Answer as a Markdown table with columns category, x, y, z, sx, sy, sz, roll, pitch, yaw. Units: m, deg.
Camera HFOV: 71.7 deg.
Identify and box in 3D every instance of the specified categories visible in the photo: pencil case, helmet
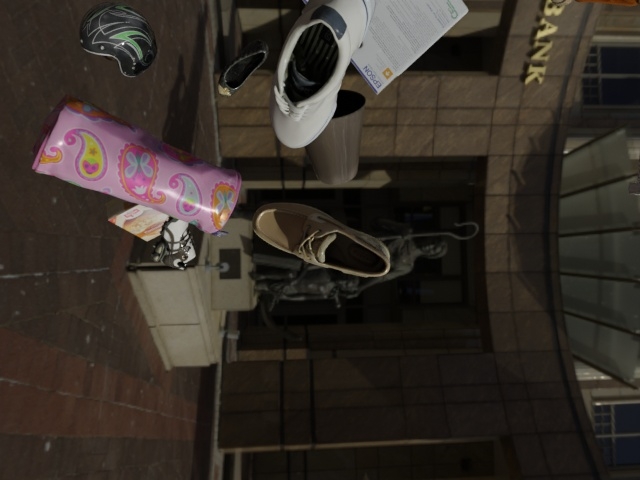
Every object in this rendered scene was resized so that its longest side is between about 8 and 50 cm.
| category | x | y | z | sx | sy | sz | roll | pitch | yaw |
| --- | --- | --- | --- | --- | --- | --- | --- | --- | --- |
| pencil case | -0.261 | -0.101 | 0.663 | 0.124 | 0.284 | 0.124 | -27 | -128 | 41 |
| helmet | -0.518 | -0.522 | 1.132 | 0.161 | 0.170 | 0.169 | 54 | 30 | -63 |

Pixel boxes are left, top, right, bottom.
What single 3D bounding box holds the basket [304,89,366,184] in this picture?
| category | x | y | z | sx | sy | sz | roll | pitch | yaw |
| --- | --- | --- | --- | --- | --- | --- | --- | --- | --- |
| basket | 0.032 | -0.284 | 1.252 | 0.226 | 0.205 | 0.154 | 80 | 8 | -46 |

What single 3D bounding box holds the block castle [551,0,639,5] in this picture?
| category | x | y | z | sx | sy | sz | roll | pitch | yaw |
| --- | --- | --- | --- | --- | --- | --- | --- | --- | --- |
| block castle | 0.524 | -0.598 | 0.653 | 0.213 | 0.303 | 0.453 | -4 | 117 | -52 |

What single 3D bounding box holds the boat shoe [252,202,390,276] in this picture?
| category | x | y | z | sx | sy | sz | roll | pitch | yaw |
| --- | --- | --- | --- | --- | --- | --- | --- | --- | --- |
| boat shoe | 0.000 | 0.000 | 0.909 | 0.098 | 0.302 | 0.109 | -61 | 172 | -81 |

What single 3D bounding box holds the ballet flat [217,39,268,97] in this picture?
| category | x | y | z | sx | sy | sz | roll | pitch | yaw |
| --- | --- | --- | --- | --- | --- | --- | --- | --- | --- |
| ballet flat | -0.187 | -0.399 | 1.037 | 0.173 | 0.057 | 0.049 | -38 | -143 | 29 |

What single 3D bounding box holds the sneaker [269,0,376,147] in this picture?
| category | x | y | z | sx | sy | sz | roll | pitch | yaw |
| --- | --- | --- | --- | --- | --- | --- | --- | --- | --- |
| sneaker | -0.024 | -0.189 | 0.532 | 0.091 | 0.094 | 0.258 | -56 | 179 | -31 |

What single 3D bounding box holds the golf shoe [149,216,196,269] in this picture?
| category | x | y | z | sx | sy | sz | roll | pitch | yaw |
| --- | --- | --- | --- | --- | --- | --- | --- | --- | --- |
| golf shoe | -0.316 | -0.005 | 1.005 | 0.198 | 0.094 | 0.077 | -50 | -169 | 46 |

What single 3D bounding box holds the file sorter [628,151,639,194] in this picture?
| category | x | y | z | sx | sy | sz | roll | pitch | yaw |
| --- | --- | --- | --- | --- | --- | --- | --- | --- | --- |
| file sorter | 0.606 | -0.142 | 0.571 | 0.278 | 0.193 | 0.173 | -161 | -112 | -67 |

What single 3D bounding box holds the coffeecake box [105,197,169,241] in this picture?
| category | x | y | z | sx | sy | sz | roll | pitch | yaw |
| --- | --- | --- | --- | --- | --- | --- | --- | --- | --- |
| coffeecake box | -0.556 | -0.085 | 1.408 | 0.068 | 0.142 | 0.185 | 68 | 8 | 25 |

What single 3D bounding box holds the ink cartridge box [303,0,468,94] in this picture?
| category | x | y | z | sx | sy | sz | roll | pitch | yaw |
| --- | --- | --- | --- | --- | --- | --- | --- | --- | --- |
| ink cartridge box | 0.155 | -0.602 | 1.125 | 0.324 | 0.330 | 0.071 | 48 | 0 | -15 |
